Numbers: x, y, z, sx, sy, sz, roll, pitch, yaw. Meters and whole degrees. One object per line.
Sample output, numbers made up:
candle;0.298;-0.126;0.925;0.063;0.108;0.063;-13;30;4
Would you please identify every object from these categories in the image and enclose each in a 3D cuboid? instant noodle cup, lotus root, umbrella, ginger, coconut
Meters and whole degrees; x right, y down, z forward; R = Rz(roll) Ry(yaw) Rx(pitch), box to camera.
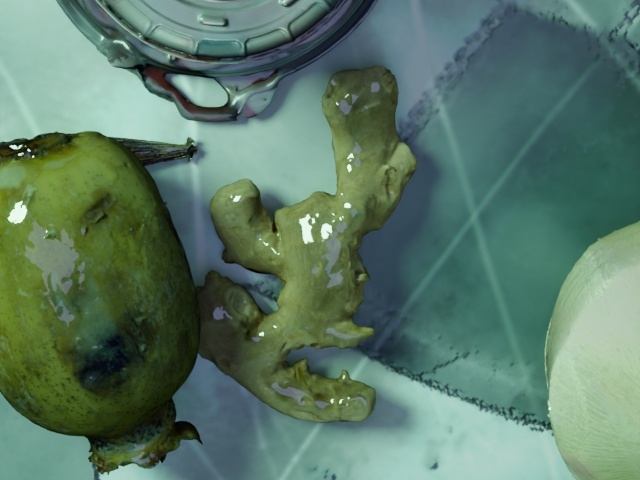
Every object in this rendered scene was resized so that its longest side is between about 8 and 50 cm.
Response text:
instant noodle cup;-0.064;-0.212;1.187;0.258;0.181;0.302;-9;103;-1
lotus root;-0.156;0.055;1.259;0.154;0.154;0.278;-17;112;-1
umbrella;-0.127;-0.059;1.302;0.083;0.020;0.031;-7;104;-8
ginger;-0.016;-0.001;1.303;0.149;0.065;0.258;10;104;-4
coconut;0.255;0.097;1.257;0.224;0.234;0.224;-2;107;-7
